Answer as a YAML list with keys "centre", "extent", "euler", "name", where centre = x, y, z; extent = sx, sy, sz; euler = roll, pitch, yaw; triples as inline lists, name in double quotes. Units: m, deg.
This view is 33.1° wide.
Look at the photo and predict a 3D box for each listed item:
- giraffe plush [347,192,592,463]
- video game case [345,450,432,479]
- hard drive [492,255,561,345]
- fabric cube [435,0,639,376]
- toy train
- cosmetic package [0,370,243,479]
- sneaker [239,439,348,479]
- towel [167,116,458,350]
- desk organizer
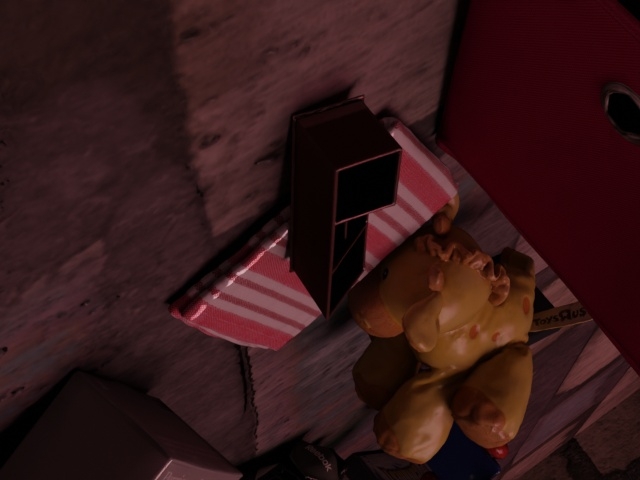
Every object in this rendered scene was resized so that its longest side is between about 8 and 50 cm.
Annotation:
- centre: [0.094, 0.058, 0.852]
  extent: [0.210, 0.181, 0.170]
  euler: [-32, 139, 13]
  name: "giraffe plush"
- centre: [0.160, 0.395, 1.487]
  extent: [0.035, 0.248, 0.275]
  euler: [-44, 158, 10]
  name: "video game case"
- centre: [0.167, 0.067, 1.044]
  extent: [0.135, 0.094, 0.022]
  euler: [-18, 150, -42]
  name: "hard drive"
- centre: [0.249, -0.098, 0.627]
  extent: [0.259, 0.254, 0.258]
  euler: [-32, 160, -16]
  name: "fabric cube"
- centre: [0.178, 0.263, 1.259]
  extent: [0.105, 0.248, 0.143]
  euler: [-41, 163, 7]
  name: "toy train"
- centre: [-0.175, 0.214, 0.721]
  extent: [0.238, 0.107, 0.127]
  euler: [-51, 156, 0]
  name: "cosmetic package"
- centre: [-0.035, 0.259, 1.148]
  extent: [0.106, 0.078, 0.234]
  euler: [-46, 161, 11]
  name: "sneaker"
- centre: [0.000, 0.000, 0.741]
  extent: [0.197, 0.029, 0.144]
  euler: [-41, 156, 8]
  name: "towel"
- centre: [0.013, -0.016, 0.643]
  extent: [0.047, 0.050, 0.130]
  euler: [-19, 140, -20]
  name: "desk organizer"
